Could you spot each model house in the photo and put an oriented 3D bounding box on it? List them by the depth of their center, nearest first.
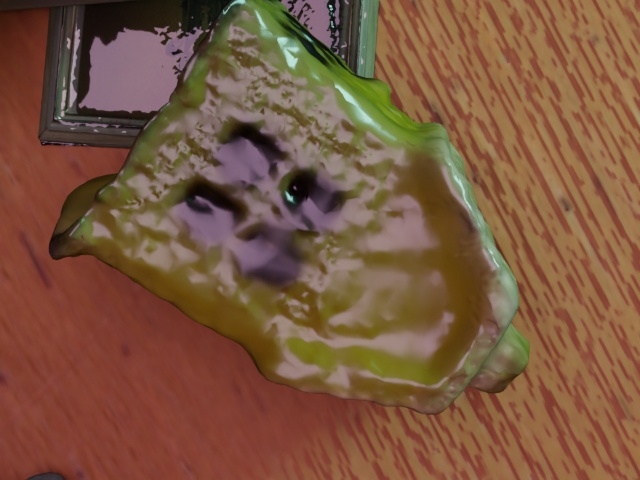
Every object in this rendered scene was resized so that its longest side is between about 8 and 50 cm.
[{"bbox_3d":[0.000,0.000,1.033,0.234,0.193,0.175,41,95,-2],"label":"model house"}]

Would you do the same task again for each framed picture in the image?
[{"bbox_3d":[-0.060,-0.175,1.142,0.197,0.014,0.252,4,86,4],"label":"framed picture"}]

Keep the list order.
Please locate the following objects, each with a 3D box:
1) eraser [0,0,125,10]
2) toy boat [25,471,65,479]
[{"bbox_3d":[-0.140,-0.213,1.106,0.226,0.069,0.158,-3,86,12],"label":"eraser"},{"bbox_3d":[-0.250,0.198,1.105,0.155,0.085,0.227,39,78,-3],"label":"toy boat"}]
